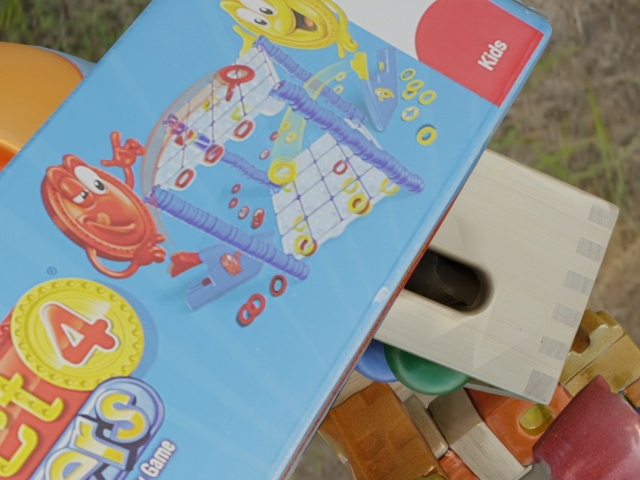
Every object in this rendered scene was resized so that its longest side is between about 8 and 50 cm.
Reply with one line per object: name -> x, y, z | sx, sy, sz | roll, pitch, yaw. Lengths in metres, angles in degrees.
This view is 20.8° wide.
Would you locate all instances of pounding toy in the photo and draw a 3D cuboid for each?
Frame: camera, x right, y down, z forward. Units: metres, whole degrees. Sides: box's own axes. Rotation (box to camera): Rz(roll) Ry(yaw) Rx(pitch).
pounding toy -> -0.010, -0.003, 0.728 | 0.181, 0.206, 0.094 | 22, 84, -15

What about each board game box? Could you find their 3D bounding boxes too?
board game box -> -0.083, 0.104, 0.463 | 0.086, 0.308, 0.302 | 31, 139, 4

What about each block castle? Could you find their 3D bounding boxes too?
block castle -> 0.210, 0.205, 1.068 | 0.213, 0.303, 0.453 | -40, 119, 4

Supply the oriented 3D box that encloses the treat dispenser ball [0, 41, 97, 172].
treat dispenser ball -> -0.167, 0.045, 0.862 | 0.288, 0.288, 0.288 | -1, 133, -1
